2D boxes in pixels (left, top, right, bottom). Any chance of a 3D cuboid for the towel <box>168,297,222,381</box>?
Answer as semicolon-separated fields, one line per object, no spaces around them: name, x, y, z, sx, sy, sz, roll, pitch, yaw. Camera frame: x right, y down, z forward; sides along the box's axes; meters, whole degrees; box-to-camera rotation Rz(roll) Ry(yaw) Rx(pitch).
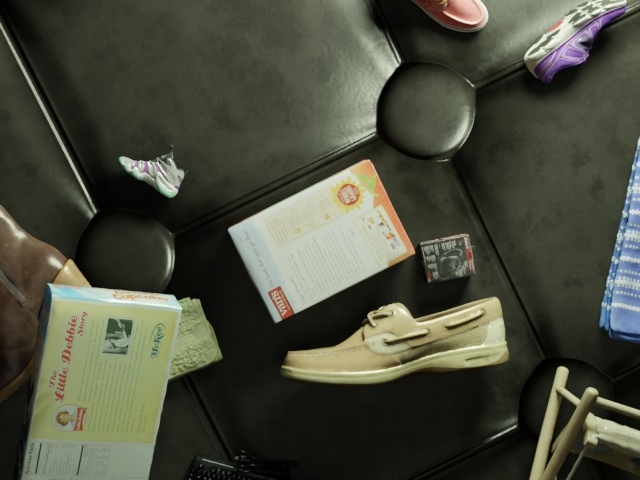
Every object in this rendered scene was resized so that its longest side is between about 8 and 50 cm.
towel;-0.230;0.157;1.724;0.148;0.027;0.110;-24;95;-1

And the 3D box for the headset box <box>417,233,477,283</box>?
headset box;0.193;0.026;1.737;0.083;0.032;0.062;-12;96;-3

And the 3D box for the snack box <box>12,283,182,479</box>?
snack box;-0.322;0.227;1.658;0.187;0.060;0.321;7;104;-24

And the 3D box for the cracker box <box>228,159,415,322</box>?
cracker box;0.000;0.000;1.706;0.232;0.067;0.155;-26;95;-2

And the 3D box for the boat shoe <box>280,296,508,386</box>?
boat shoe;0.105;0.147;1.706;0.341;0.122;0.110;-6;91;-13

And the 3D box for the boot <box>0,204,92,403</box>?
boot;-0.469;0.100;1.676;0.207;0.090;0.248;41;83;-6

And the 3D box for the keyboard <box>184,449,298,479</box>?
keyboard;-0.108;0.369;1.745;0.192;0.038;0.100;15;93;-6

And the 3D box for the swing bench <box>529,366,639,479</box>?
swing bench;0.444;0.356;1.715;0.253;0.165;0.254;18;94;-5

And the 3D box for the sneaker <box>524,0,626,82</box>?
sneaker;0.382;-0.298;1.717;0.170;0.068;0.071;-37;111;8

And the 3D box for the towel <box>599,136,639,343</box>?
towel;0.569;0.001;1.756;0.243;0.040;0.335;10;94;-5

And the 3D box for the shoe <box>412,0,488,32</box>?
shoe;0.168;-0.361;1.679;0.178;0.081;0.063;31;92;-5

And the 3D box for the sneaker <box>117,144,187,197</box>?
sneaker;-0.241;-0.114;1.699;0.098;0.038;0.069;32;91;-15
